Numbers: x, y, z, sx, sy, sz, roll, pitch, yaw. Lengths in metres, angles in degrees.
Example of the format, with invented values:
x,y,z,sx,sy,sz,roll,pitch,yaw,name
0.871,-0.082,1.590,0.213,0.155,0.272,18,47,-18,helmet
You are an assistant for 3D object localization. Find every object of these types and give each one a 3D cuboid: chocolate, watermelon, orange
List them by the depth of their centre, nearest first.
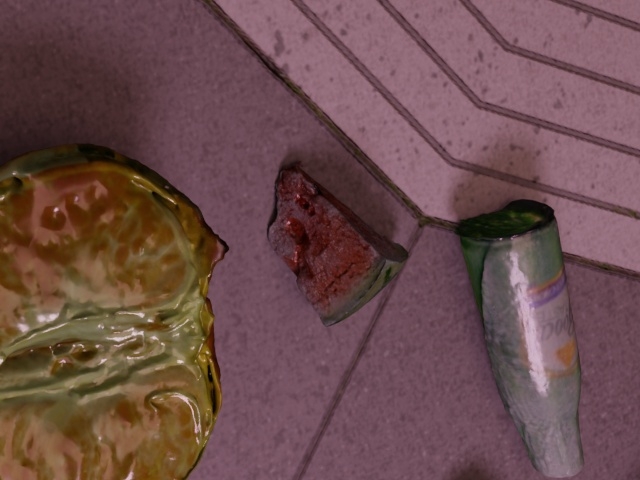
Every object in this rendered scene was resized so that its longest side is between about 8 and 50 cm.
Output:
x,y,z,sx,sy,sz,roll,pitch,yaw,name
-0.231,0.084,1.624,0.262,0.196,0.335,-23,113,-39,orange
0.010,0.014,1.794,0.098,0.121,0.158,-44,113,9,watermelon
0.222,0.110,1.926,0.110,0.110,0.291,-23,110,-23,chocolate
